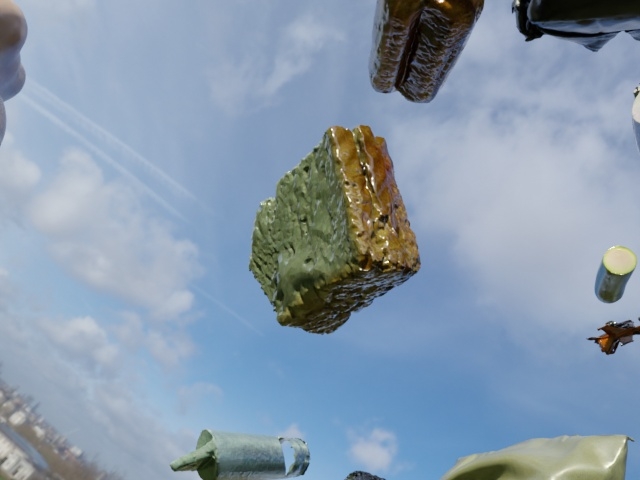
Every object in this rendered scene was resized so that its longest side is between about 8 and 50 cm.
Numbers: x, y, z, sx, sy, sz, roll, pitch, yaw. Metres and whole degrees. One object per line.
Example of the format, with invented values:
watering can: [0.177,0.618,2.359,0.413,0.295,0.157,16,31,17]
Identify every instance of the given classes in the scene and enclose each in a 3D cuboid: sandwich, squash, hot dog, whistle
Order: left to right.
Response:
whistle: [-0.090,0.286,0.721,0.062,0.062,0.312,25,-11,26]
sandwich: [0.000,0.001,0.903,0.131,0.263,0.325,8,-33,-33]
hot dog: [0.167,-0.348,0.919,0.158,0.117,0.349,15,-10,4]
squash: [0.261,0.034,0.489,0.027,0.028,0.083,24,-17,27]

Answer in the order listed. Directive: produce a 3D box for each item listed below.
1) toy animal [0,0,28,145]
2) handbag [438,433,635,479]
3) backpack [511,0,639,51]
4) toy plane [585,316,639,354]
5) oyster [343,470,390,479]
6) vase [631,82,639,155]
toy animal: [-0.353,-0.160,0.496,0.171,0.171,0.198,-23,-113,57]
handbag: [0.147,0.322,0.518,0.109,0.316,0.253,37,-30,3]
backpack: [0.532,-0.448,0.918,0.363,0.445,0.255,8,-63,29]
toy plane: [0.741,0.211,1.311,0.135,0.062,0.188,25,-54,-32]
oyster: [0.095,0.494,0.793,0.351,0.162,0.158,-101,171,-71]
vase: [0.524,-0.021,0.563,0.445,0.250,0.250,46,-31,-14]
